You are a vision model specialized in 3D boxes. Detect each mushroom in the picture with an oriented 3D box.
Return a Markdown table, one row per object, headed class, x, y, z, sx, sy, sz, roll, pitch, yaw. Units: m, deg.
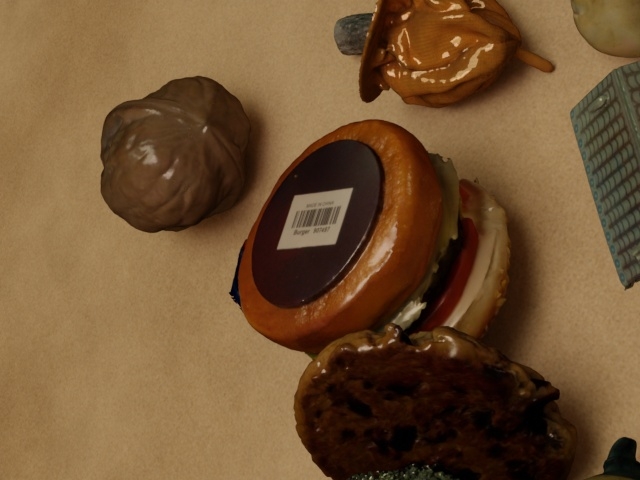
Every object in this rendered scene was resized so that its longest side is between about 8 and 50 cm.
| class | x | y | z | sx | sy | sz | roll | pitch | yaw |
| --- | --- | --- | --- | --- | --- | --- | --- | --- | --- |
| mushroom | 0.375 | -0.294 | 1.470 | 0.148 | 0.112 | 0.148 | 32 | 135 | 38 |

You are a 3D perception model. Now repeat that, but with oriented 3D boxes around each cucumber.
| class | x | y | z | sx | sy | sz | roll | pitch | yaw |
| --- | --- | --- | --- | --- | --- | --- | --- | --- | --- |
| cucumber | 0.075 | -0.312 | 1.800 | 0.112 | 0.064 | 0.064 | 4 | 80 | 42 |

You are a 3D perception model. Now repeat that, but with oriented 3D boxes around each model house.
| class | x | y | z | sx | sy | sz | roll | pitch | yaw |
| --- | --- | --- | --- | --- | --- | --- | --- | --- | --- |
| model house | 0.402 | -0.061 | 1.302 | 0.198 | 0.215 | 0.224 | -29 | 59 | 36 |

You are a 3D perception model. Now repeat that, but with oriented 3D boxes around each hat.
| class | x | y | z | sx | sy | sz | roll | pitch | yaw |
| --- | --- | --- | --- | --- | --- | --- | --- | --- | --- |
| hat | 0.206 | -0.272 | 1.624 | 0.233 | 0.244 | 0.233 | 21 | 125 | 16 |

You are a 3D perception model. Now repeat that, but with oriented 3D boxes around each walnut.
| class | x | y | z | sx | sy | sz | roll | pitch | yaw |
| --- | --- | --- | --- | --- | --- | --- | --- | --- | --- |
| walnut | -0.232 | -0.134 | 1.913 | 0.273 | 0.273 | 0.227 | -25 | 93 | 36 |

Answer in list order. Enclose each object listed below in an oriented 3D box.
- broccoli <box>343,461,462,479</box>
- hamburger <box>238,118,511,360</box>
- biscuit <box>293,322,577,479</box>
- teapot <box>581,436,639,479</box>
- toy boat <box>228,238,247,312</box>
| class | x | y | z | sx | sy | sz | roll | pitch | yaw |
| --- | --- | --- | --- | --- | --- | --- | --- | --- | --- |
| broccoli | 0.066 | 0.412 | 1.445 | 0.361 | 0.252 | 0.221 | -32 | 63 | 34 |
| hamburger | 0.072 | 0.029 | 1.536 | 0.330 | 0.250 | 0.330 | -32 | 43 | 36 |
| biscuit | 0.136 | 0.212 | 1.419 | 0.081 | 0.334 | 0.289 | -74 | 11 | -52 |
| teapot | 0.303 | 0.348 | 1.321 | 0.269 | 0.173 | 0.182 | -70 | 17 | 1 |
| toy boat | -0.001 | 0.027 | 1.775 | 0.318 | 0.072 | 0.219 | -31 | 54 | 22 |
